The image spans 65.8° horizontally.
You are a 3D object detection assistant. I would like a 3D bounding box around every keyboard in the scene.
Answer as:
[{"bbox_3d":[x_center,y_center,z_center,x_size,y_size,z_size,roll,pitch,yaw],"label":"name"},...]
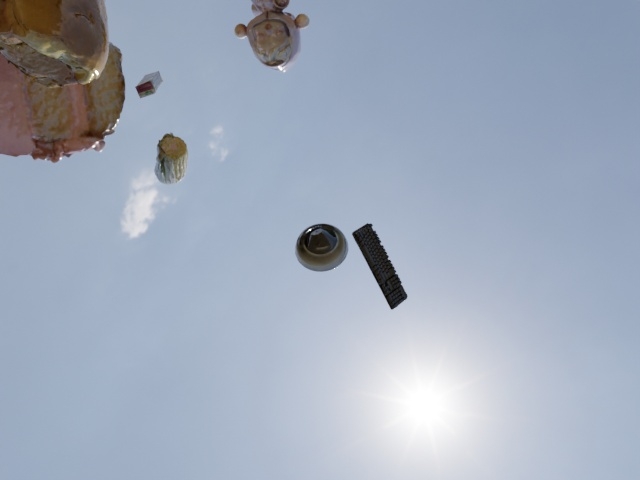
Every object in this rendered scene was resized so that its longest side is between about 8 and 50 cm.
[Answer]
[{"bbox_3d":[0.159,0.067,1.298,0.072,0.231,0.023,-31,-175,-38],"label":"keyboard"}]

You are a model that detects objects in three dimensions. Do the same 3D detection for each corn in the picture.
[{"bbox_3d":[-0.556,-0.295,1.828,0.123,0.305,0.122,-33,-92,-23],"label":"corn"}]

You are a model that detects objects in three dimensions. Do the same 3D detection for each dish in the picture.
[{"bbox_3d":[0.000,0.000,1.257,0.141,0.078,0.141,-3,-124,4],"label":"dish"}]

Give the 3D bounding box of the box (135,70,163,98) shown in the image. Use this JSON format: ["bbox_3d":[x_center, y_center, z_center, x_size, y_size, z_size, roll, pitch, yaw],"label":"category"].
[{"bbox_3d":[-0.507,-0.465,1.474,0.050,0.041,0.207,-18,-152,-3],"label":"box"}]

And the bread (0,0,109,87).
[{"bbox_3d":[-0.436,-0.428,0.808,0.149,0.195,0.343,-9,-108,9],"label":"bread"}]

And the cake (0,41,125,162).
[{"bbox_3d":[-0.634,-0.324,1.076,0.314,0.307,0.293,16,-71,42],"label":"cake"}]

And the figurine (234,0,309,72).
[{"bbox_3d":[-0.126,-0.576,1.288,0.200,0.275,0.133,-4,-155,9],"label":"figurine"}]
